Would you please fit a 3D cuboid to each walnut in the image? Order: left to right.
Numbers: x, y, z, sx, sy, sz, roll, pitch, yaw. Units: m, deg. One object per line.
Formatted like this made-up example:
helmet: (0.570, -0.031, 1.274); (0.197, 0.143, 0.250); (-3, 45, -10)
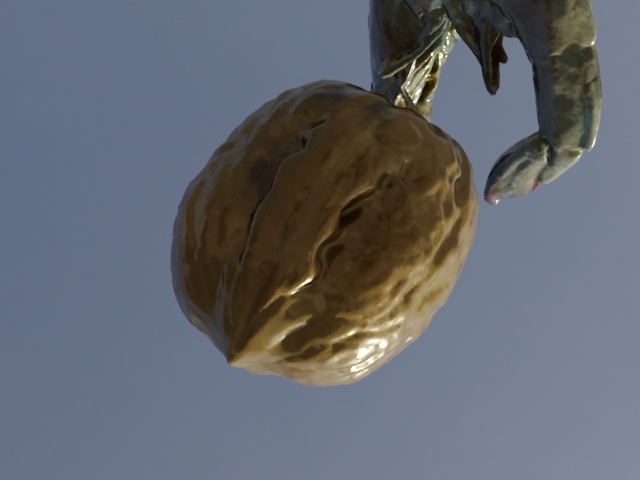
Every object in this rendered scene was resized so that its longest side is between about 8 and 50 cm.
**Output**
walnut: (0.000, 0.000, 0.790); (0.155, 0.155, 0.184); (34, -122, 9)

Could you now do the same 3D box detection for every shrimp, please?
shrimp: (0.120, -0.136, 1.151); (0.085, 0.360, 0.247); (-28, -109, -28)
